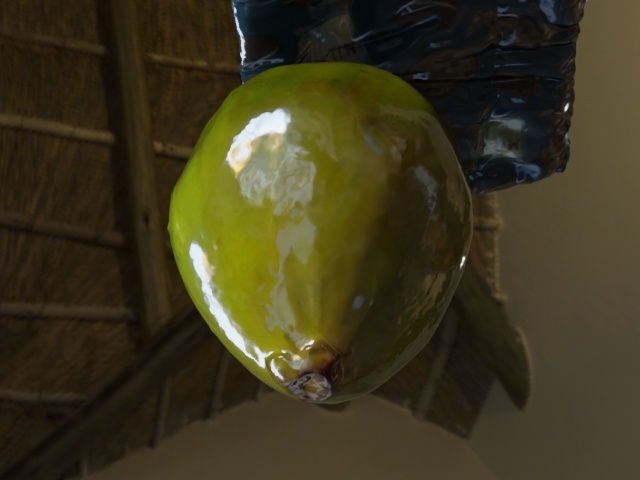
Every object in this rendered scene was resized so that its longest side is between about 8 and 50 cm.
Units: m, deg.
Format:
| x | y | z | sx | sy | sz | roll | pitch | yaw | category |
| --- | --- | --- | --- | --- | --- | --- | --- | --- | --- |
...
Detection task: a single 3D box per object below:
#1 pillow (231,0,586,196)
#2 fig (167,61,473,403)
| x | y | z | sx | sy | sz | roll | pitch | yaw | category |
| --- | --- | --- | --- | --- | --- | --- | --- | --- | --- |
| 0.051 | -0.094 | 0.569 | 0.188 | 0.034 | 0.256 | -18 | -36 | -8 | pillow |
| 0.002 | -0.005 | 0.503 | 0.136 | 0.121 | 0.153 | -17 | -91 | 18 | fig |
